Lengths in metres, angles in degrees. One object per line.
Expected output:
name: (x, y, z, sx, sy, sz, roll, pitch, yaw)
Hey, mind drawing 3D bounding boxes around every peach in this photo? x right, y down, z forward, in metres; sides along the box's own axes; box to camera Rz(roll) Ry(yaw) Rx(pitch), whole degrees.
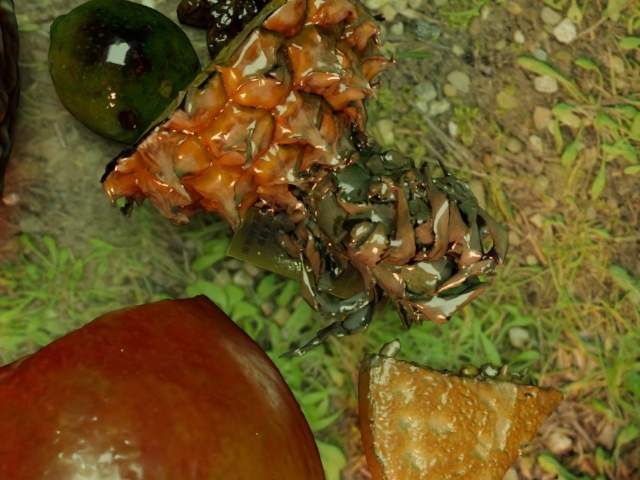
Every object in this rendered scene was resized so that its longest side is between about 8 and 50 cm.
peach: (-0.140, 0.222, 0.471, 0.305, 0.242, 0.381, -3, 78, -5)

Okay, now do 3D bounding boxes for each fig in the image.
fig: (-0.190, -0.158, 0.623, 0.156, 0.123, 0.123, 26, 71, 35)

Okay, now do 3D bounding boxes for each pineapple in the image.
pineapple: (0.016, -0.038, 0.526, 0.272, 0.262, 0.262, 46, 74, -16)

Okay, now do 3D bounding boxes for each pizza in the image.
pizza: (0.128, 0.167, 0.621, 0.198, 0.062, 0.188, -13, 93, -18)

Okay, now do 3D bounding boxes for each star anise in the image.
star anise: (-0.048, -0.231, 0.665, 0.190, 0.070, 0.098, -2, 67, 3)

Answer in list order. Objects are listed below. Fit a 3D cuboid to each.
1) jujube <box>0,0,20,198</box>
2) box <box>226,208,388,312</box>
jujube: (-0.349, -0.108, 0.527, 0.225, 0.226, 0.317, 8, 72, -8)
box: (0.000, 0.000, 0.633, 0.156, 0.022, 0.089, 22, 94, 1)
